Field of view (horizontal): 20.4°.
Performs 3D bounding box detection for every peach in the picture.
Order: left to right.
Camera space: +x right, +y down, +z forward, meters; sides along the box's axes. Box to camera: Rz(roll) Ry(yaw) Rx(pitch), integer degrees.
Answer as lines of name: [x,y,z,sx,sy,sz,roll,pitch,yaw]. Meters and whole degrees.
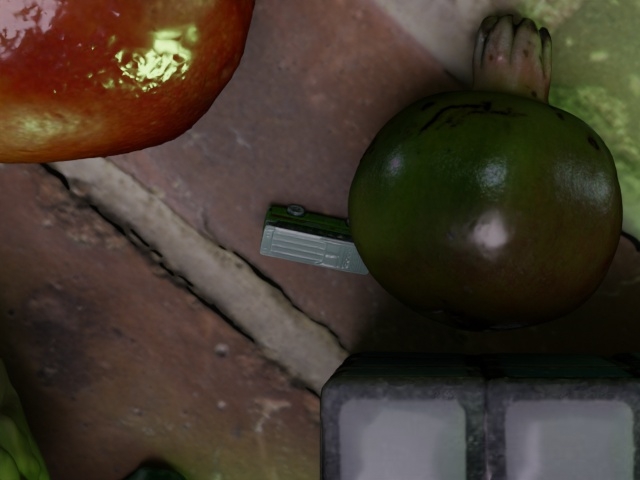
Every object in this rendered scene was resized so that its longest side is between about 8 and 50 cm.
peach: [-0.177,-0.158,1.077,0.281,0.238,0.281,4,144,3]

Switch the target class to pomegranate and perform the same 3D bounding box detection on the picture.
pomegranate: [0.113,-0.044,1.163,0.180,0.180,0.210,8,79,1]

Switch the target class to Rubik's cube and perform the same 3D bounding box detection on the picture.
Rubik's cube: [0.155,0.227,1.157,0.305,0.301,0.304,-1,89,2]

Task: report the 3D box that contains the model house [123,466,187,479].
model house: [-0.097,0.379,1.378,0.325,0.194,0.267,38,113,-18]

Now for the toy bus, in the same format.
toy bus: [0.000,0.000,1.253,0.083,0.037,0.031,12,118,-2]

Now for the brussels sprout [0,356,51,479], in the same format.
brussels sprout: [-0.335,0.212,1.240,0.344,0.268,0.344,9,104,37]
